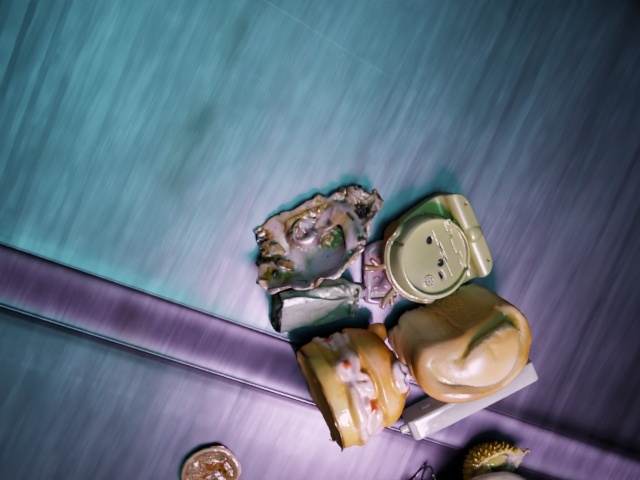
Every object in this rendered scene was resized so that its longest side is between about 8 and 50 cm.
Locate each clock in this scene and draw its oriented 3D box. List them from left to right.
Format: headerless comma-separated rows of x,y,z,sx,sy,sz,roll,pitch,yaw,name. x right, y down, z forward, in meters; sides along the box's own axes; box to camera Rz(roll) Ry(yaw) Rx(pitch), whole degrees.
0.254,0.042,1.575,0.307,0.096,0.235,-30,106,-16,clock

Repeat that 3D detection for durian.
0.464,0.578,1.732,0.208,0.102,0.147,-16,131,-12,durian

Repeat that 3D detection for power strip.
0.376,0.406,1.692,0.385,0.091,0.062,-25,102,-6,power strip

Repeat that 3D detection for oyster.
0.002,0.003,1.543,0.354,0.107,0.201,-27,69,-1,oyster

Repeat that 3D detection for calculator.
0.153,0.084,1.617,0.100,0.032,0.175,-3,101,-13,calculator

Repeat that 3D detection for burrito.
-0.005,0.149,1.563,0.228,0.144,0.089,-11,57,-16,burrito

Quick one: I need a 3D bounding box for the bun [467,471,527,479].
0.437,0.724,1.655,0.283,0.179,0.283,-10,134,-10,bun

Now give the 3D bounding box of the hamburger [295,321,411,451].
0.092,0.332,1.536,0.236,0.276,0.277,-22,104,-13,hamburger

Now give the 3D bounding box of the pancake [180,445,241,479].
-0.273,0.576,1.621,0.151,0.025,0.152,-2,101,-10,pancake

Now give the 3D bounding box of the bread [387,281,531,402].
0.354,0.267,1.583,0.315,0.270,0.212,-28,119,-12,bread

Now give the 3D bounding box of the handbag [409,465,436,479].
0.262,0.659,1.715,0.072,0.115,0.139,25,77,-15,handbag
